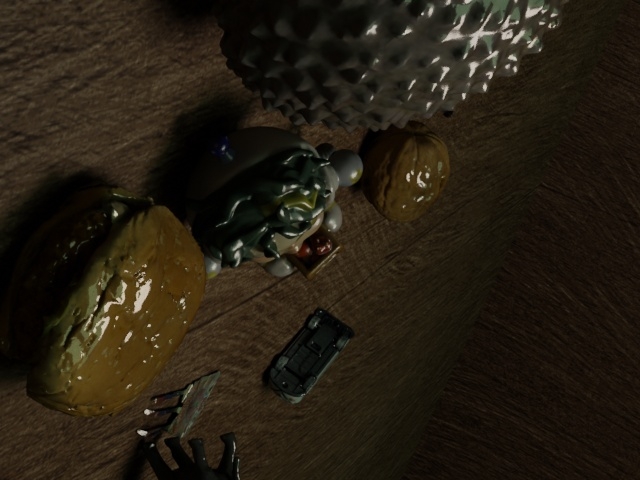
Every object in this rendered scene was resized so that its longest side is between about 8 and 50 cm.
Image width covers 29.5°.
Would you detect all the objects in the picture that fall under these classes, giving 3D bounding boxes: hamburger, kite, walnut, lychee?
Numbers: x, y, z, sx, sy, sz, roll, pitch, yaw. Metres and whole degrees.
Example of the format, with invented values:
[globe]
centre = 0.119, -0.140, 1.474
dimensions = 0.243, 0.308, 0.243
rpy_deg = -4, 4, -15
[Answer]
[hamburger]
centre = -0.240, 0.073, 1.359
dimensions = 0.259, 0.144, 0.283
rpy_deg = -57, 157, 0
[kite]
centre = -0.224, 0.270, 1.911
dimensions = 0.127, 0.016, 0.229
rpy_deg = -66, 162, 8
[walnut]
centre = 0.145, -0.114, 2.108
dimensions = 0.155, 0.155, 0.184
rpy_deg = -42, 157, -44
[lychee]
centre = 0.069, -0.308, 1.279
dimensions = 0.432, 0.380, 0.380
rpy_deg = -49, 170, 31

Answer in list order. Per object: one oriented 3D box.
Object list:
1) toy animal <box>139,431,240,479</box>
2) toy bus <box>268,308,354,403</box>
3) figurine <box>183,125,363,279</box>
[toy animal]
centre = -0.228, 0.369, 1.868
dimensions = 0.269, 0.137, 0.082
rpy_deg = -20, 172, 30
[toy bus]
centre = -0.024, 0.225, 2.276
dimensions = 0.194, 0.087, 0.089
rpy_deg = -50, 169, -34
[figurine]
centre = -0.065, -0.037, 1.609
dimensions = 0.261, 0.186, 0.382
rpy_deg = -49, 168, 0
